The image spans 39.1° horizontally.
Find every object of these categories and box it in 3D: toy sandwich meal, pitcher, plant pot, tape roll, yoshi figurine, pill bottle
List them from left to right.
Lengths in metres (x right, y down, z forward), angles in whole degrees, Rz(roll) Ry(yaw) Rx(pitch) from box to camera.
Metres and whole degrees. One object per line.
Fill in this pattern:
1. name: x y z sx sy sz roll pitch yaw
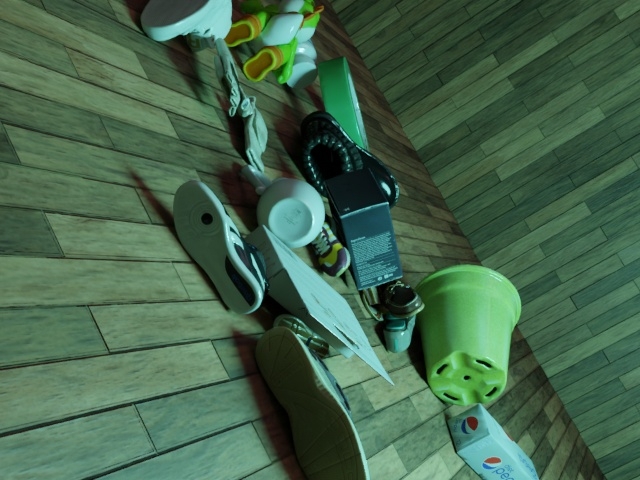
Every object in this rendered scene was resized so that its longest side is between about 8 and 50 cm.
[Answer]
1. yoshi figurine: -0.128 -0.521 2.287 0.202 0.204 0.362 22 35 14
2. pitcher: -0.078 -0.073 1.689 0.177 0.125 0.207 34 10 -9
3. pill bottle: -0.082 -0.525 2.481 0.124 0.124 0.222 39 25 -49
4. tape roll: 0.069 -0.344 2.496 0.321 0.077 0.322 -14 90 -83
5. toy sandwich meal: 0.122 0.140 2.019 0.086 0.029 0.086 51 17 -23
6. plant pot: 0.346 0.242 2.147 0.276 0.276 0.254 50 29 -28

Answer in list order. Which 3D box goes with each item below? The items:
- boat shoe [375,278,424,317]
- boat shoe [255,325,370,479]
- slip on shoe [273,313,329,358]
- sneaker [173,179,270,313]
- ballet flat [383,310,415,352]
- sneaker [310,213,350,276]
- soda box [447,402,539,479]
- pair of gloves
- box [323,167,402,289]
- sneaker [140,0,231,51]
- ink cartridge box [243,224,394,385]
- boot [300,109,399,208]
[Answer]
1. boat shoe: 0.171 0.124 2.047 0.073 0.073 0.207 64 -12 -12
2. boat shoe: 0.002 0.254 1.318 0.285 0.103 0.092 58 19 23
3. slip on shoe: -0.039 0.156 1.486 0.041 0.051 0.135 26 -5 45
4. sneaker: -0.151 0.003 1.385 0.217 0.079 0.121 64 11 -9
5. ballet flat: 0.177 0.201 2.038 0.213 0.072 0.068 -46 131 -73
6. sneaker: 0.000 0.000 1.865 0.084 0.069 0.185 35 20 -37
7. soda box: 0.407 0.501 2.091 0.286 0.091 0.098 47 18 -34
8. pair of gloves: -0.156 -0.277 1.841 0.204 0.042 0.240 -98 169 -56
9. box: 0.092 -0.026 1.948 0.153 0.108 0.207 -112 -174 -52
10. sneaker: -0.255 -0.434 1.811 0.108 0.169 0.292 23 47 15
11. ink cartridge box: -0.006 0.126 1.533 0.275 0.060 0.239 44 11 -42
12. boot: 0.075 -0.159 2.242 0.348 0.131 0.260 40 14 -20
